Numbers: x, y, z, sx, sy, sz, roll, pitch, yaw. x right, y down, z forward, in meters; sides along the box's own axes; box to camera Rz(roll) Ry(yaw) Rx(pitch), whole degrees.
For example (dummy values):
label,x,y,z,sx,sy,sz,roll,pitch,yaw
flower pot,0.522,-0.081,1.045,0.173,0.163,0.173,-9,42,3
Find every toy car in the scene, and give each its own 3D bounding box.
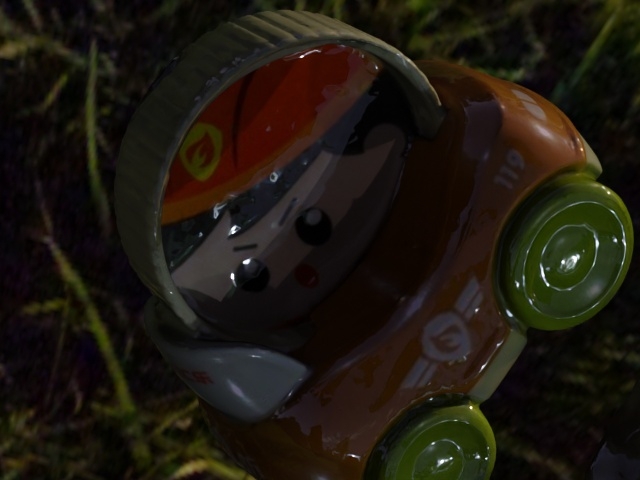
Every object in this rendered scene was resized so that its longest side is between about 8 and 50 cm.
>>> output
label,x,y,z,sx,sy,sz,roll,pitch,yaw
toy car,0.000,0.000,0.758,0.235,0.235,0.145,-13,25,-25

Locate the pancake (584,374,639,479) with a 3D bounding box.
label,x,y,z,sx,sy,sz,roll,pitch,yaw
pancake,0.185,0.075,0.566,0.050,0.242,0.242,39,48,-32
